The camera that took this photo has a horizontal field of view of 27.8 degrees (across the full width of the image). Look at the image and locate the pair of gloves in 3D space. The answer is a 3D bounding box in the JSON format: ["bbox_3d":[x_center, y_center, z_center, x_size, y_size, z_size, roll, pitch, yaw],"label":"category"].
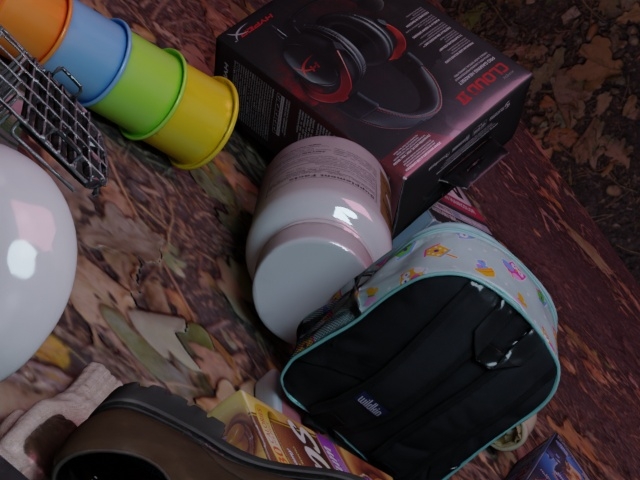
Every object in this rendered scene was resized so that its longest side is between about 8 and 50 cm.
[{"bbox_3d":[-0.086,0.180,0.735,0.240,0.042,0.204,50,17,2],"label":"pair of gloves"}]

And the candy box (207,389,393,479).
[{"bbox_3d":[0.002,0.178,0.818,0.186,0.053,0.109,36,19,-47],"label":"candy box"}]

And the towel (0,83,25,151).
[{"bbox_3d":[-0.265,-0.092,0.923,0.113,0.023,0.152,37,23,-26],"label":"towel"}]

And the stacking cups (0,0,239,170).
[{"bbox_3d":[-0.214,-0.157,1.090,0.316,0.096,0.096,25,29,-41],"label":"stacking cups"}]

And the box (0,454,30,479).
[{"bbox_3d":[-0.156,0.168,0.563,0.116,0.029,0.162,44,29,-13],"label":"box"}]

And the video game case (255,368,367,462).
[{"bbox_3d":[0.060,0.240,0.985,0.285,0.025,0.204,41,19,-23],"label":"video game case"}]

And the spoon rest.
[{"bbox_3d":[-0.243,-0.030,0.694,0.276,0.137,0.084,40,-2,15],"label":"spoon rest"}]

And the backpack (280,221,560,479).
[{"bbox_3d":[0.088,0.080,0.991,0.166,0.188,0.144,44,33,-12],"label":"backpack"}]

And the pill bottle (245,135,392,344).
[{"bbox_3d":[0.000,0.000,1.167,0.131,0.131,0.229,44,18,-14],"label":"pill bottle"}]

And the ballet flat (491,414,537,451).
[{"bbox_3d":[0.132,0.121,1.329,0.248,0.086,0.086,47,18,-9],"label":"ballet flat"}]

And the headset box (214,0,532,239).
[{"bbox_3d":[0.064,-0.152,1.376,0.293,0.110,0.218,39,58,20],"label":"headset box"}]

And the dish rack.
[{"bbox_3d":[-0.248,-0.126,0.835,0.271,0.074,0.208,45,8,-21],"label":"dish rack"}]

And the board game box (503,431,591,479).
[{"bbox_3d":[0.235,0.284,1.250,0.194,0.060,0.194,56,20,21],"label":"board game box"}]

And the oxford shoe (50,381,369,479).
[{"bbox_3d":[-0.034,0.154,0.644,0.227,0.083,0.096,19,21,14],"label":"oxford shoe"}]

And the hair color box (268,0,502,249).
[{"bbox_3d":[0.048,-0.108,1.538,0.185,0.113,0.374,22,31,-55],"label":"hair color box"}]
